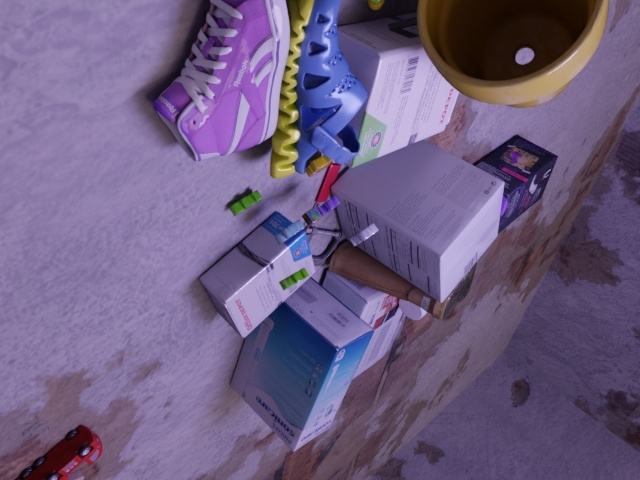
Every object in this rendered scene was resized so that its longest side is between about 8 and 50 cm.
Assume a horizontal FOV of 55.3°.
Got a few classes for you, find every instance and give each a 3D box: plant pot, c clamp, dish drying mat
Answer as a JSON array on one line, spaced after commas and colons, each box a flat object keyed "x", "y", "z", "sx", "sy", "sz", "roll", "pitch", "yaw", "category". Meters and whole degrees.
[{"x": 0.298, "y": -0.315, "z": 0.925, "sx": 0.254, "sy": 0.254, "sz": 0.239, "roll": -57, "pitch": 156, "yaw": 9, "category": "plant pot"}, {"x": 0.000, "y": 0.000, "z": 1.260, "sx": 0.137, "sy": 0.022, "sz": 0.160, "roll": -57, "pitch": 152, "yaw": 9, "category": "c clamp"}, {"x": 0.015, "y": -0.110, "z": 1.171, "sx": 0.032, "sy": 0.008, "sz": 0.083, "roll": -14, "pitch": 135, "yaw": -50, "category": "dish drying mat"}]

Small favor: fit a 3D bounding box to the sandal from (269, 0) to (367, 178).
[{"x": 0.003, "y": -0.218, "z": 0.868, "sx": 0.317, "sy": 0.138, "sz": 0.126, "roll": 99, "pitch": -5, "yaw": -51, "category": "sandal"}]

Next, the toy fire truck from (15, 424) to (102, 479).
[{"x": -0.447, "y": 0.413, "z": 1.040, "sx": 0.192, "sy": 0.047, "sz": 0.135, "roll": -41, "pitch": 150, "yaw": -22, "category": "toy fire truck"}]

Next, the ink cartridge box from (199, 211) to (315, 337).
[{"x": -0.108, "y": 0.063, "z": 1.108, "sx": 0.190, "sy": 0.082, "sz": 0.140, "roll": -41, "pitch": 149, "yaw": -19, "category": "ink cartridge box"}]

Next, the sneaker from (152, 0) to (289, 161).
[{"x": -0.128, "y": -0.215, "z": 0.746, "sx": 0.161, "sy": 0.102, "sz": 0.282, "roll": -27, "pitch": 141, "yaw": -30, "category": "sneaker"}]

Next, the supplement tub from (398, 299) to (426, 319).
[{"x": 0.246, "y": 0.134, "z": 1.464, "sx": 0.107, "sy": 0.071, "sz": 0.071, "roll": -38, "pitch": 149, "yaw": -35, "category": "supplement tub"}]

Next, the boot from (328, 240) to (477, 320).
[{"x": 0.191, "y": 0.057, "z": 1.357, "sx": 0.236, "sy": 0.269, "sz": 0.089, "roll": -27, "pitch": 134, "yaw": -54, "category": "boot"}]

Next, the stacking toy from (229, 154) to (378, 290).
[{"x": -0.025, "y": -0.034, "z": 1.046, "sx": 0.221, "sy": 0.167, "sz": 0.052, "roll": -32, "pitch": 178, "yaw": -28, "category": "stacking toy"}]

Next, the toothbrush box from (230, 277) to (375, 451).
[{"x": -0.047, "y": 0.248, "z": 1.270, "sx": 0.126, "sy": 0.216, "sz": 0.296, "roll": -16, "pitch": 134, "yaw": -48, "category": "toothbrush box"}]

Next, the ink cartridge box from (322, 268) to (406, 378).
[{"x": 0.101, "y": 0.187, "z": 1.511, "sx": 0.272, "sy": 0.130, "sz": 0.309, "roll": -22, "pitch": 140, "yaw": -47, "category": "ink cartridge box"}]

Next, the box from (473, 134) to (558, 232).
[{"x": 0.524, "y": -0.157, "z": 1.731, "sx": 0.270, "sy": 0.143, "sz": 0.165, "roll": -33, "pitch": 145, "yaw": -33, "category": "box"}]

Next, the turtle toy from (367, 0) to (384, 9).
[{"x": 0.090, "y": -0.405, "z": 0.883, "sx": 0.130, "sy": 0.066, "sz": 0.095, "roll": -52, "pitch": 176, "yaw": -4, "category": "turtle toy"}]

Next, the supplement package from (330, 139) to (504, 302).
[{"x": 0.193, "y": -0.056, "z": 1.222, "sx": 0.199, "sy": 0.262, "sz": 0.198, "roll": -47, "pitch": 152, "yaw": -17, "category": "supplement package"}]

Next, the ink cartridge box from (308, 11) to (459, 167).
[{"x": 0.124, "y": -0.265, "z": 1.043, "sx": 0.273, "sy": 0.114, "sz": 0.198, "roll": -27, "pitch": 143, "yaw": -40, "category": "ink cartridge box"}]
